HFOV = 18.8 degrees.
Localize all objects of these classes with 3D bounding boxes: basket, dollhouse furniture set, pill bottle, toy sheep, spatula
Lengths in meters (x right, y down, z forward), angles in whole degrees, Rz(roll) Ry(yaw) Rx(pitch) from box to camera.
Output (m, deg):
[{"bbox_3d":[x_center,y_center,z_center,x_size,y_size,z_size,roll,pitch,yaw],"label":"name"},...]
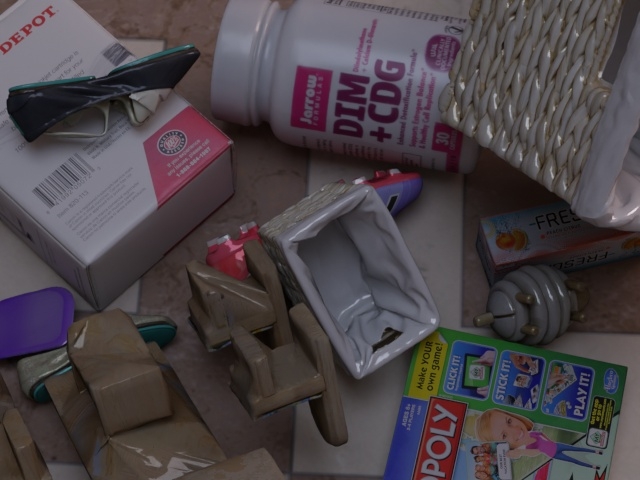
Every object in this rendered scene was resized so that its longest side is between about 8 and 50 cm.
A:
[{"bbox_3d":[0.344,-0.194,1.854,0.331,0.328,0.266,5,20,-37],"label":"basket"},{"bbox_3d":[0.024,0.035,1.909,0.113,0.103,0.167,-33,108,-15],"label":"basket"},{"bbox_3d":[-0.141,0.242,1.780,0.362,0.256,0.394,-20,33,-14],"label":"dollhouse furniture set"},{"bbox_3d":[0.037,-0.169,2.020,0.283,0.160,0.160,10,63,6],"label":"pill bottle"},{"bbox_3d":[0.212,0.066,1.938,0.132,0.091,0.091,-8,61,-25],"label":"toy sheep"},{"bbox_3d":[-0.395,0.087,1.960,0.296,0.030,0.084,-2,48,2],"label":"spatula"}]

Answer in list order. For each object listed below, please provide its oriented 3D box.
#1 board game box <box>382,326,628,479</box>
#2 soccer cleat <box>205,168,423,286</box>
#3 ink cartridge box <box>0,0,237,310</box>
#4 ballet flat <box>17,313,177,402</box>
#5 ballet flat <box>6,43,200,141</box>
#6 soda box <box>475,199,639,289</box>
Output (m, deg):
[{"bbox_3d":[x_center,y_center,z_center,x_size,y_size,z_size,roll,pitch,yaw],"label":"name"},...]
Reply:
[{"bbox_3d":[0.165,0.249,1.870,0.213,0.046,0.317,12,64,5],"label":"board game box"},{"bbox_3d":[0.000,0.000,1.991,0.248,0.083,0.095,-23,96,-17],"label":"soccer cleat"},{"bbox_3d":[-0.257,-0.101,2.011,0.283,0.117,0.207,42,71,18],"label":"ink cartridge box"},{"bbox_3d":[-0.228,0.105,1.942,0.168,0.057,0.052,-24,56,-12],"label":"ballet flat"},{"bbox_3d":[-0.212,-0.141,1.933,0.203,0.074,0.074,-16,64,-16],"label":"ballet flat"},{"bbox_3d":[0.256,-0.005,1.989,0.183,0.063,0.058,-12,63,-7],"label":"soda box"}]
